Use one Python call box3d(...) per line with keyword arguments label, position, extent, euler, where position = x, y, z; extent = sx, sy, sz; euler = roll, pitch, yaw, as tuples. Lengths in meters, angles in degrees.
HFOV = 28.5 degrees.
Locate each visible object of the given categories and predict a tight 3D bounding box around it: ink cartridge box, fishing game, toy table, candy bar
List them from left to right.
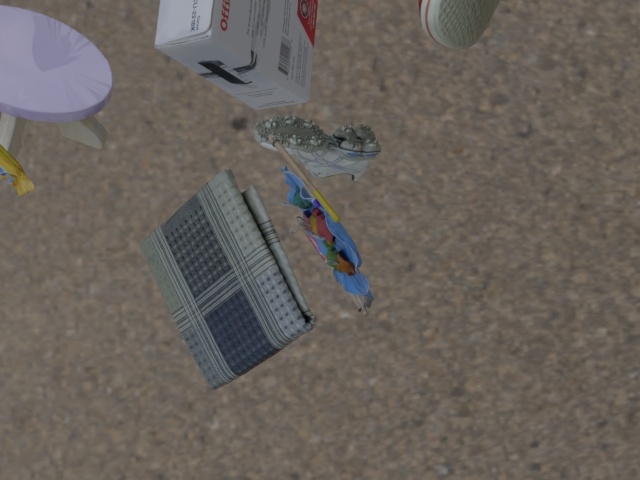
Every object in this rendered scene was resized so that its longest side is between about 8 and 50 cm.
box3d(label="candy bar", position=(-0.307, -0.099, 1.079), extent=(0.161, 0.018, 0.040), euler=(46, 154, -16))
box3d(label="toy table", position=(-0.453, -0.237, 1.939), extent=(0.274, 0.252, 0.161), euler=(31, 150, 7))
box3d(label="ink cartridge box", position=(-0.127, -0.348, 1.978), extent=(0.114, 0.273, 0.197), euler=(-6, 71, 31))
box3d(label="fishing game", position=(0.000, 0.000, 1.451), extent=(0.041, 0.264, 0.189), euler=(-33, 67, -7))

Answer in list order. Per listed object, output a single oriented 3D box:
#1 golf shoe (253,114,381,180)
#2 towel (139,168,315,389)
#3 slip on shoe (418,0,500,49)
box3d(label="golf shoe", position=(-0.010, -0.115, 1.686), extent=(0.069, 0.176, 0.086), euler=(-100, 24, -47))
box3d(label="towel", position=(-0.168, 0.069, 2.230), extent=(0.312, 0.056, 0.324), euler=(-36, 77, 43))
box3d(label="slip on shoe", position=(0.159, -0.310, 1.513), extent=(0.101, 0.331, 0.123), euler=(14, 116, 11))
